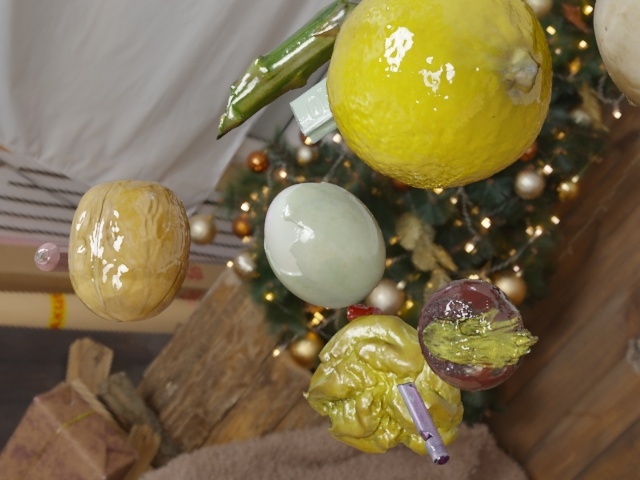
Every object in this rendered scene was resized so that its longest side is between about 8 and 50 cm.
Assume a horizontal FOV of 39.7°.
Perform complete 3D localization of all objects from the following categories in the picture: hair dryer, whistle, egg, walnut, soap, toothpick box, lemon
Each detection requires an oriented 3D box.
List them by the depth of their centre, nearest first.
[{"bbox_3d":[0.142,-0.195,1.072,0.293,0.293,0.293,31,24,-16],"label":"lemon"},{"bbox_3d":[-0.256,0.014,1.190,0.165,0.165,0.197,11,69,-48],"label":"walnut"},{"bbox_3d":[0.180,0.317,1.554,0.033,0.033,0.176,21,29,-35],"label":"whistle"},{"bbox_3d":[-0.454,0.025,1.803,0.125,0.210,0.352,44,9,13],"label":"hair dryer"},{"bbox_3d":[0.000,0.000,2.123,0.336,0.278,0.278,53,12,-34],"label":"egg"},{"bbox_3d":[0.032,-0.336,2.136,0.063,0.198,0.115,37,24,-56],"label":"soap"},{"bbox_3d":[0.113,0.186,2.232,0.083,0.047,0.047,5,0,38],"label":"toothpick box"}]

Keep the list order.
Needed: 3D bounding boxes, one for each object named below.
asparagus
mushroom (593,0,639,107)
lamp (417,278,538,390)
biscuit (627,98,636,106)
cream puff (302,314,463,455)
[{"bbox_3d":[-0.048,-0.288,1.436,0.085,0.343,0.082,54,8,-5],"label":"asparagus"},{"bbox_3d":[0.525,-0.308,1.182,0.292,0.292,0.290,36,60,-5],"label":"mushroom"},{"bbox_3d":[0.198,0.130,1.211,0.134,0.157,0.156,-12,53,-42],"label":"lamp"},{"bbox_3d":[0.756,-0.481,2.046,0.062,0.237,0.291,9,60,-1],"label":"biscuit"},{"bbox_3d":[0.125,0.328,1.869,0.324,0.257,0.291,55,-14,4],"label":"cream puff"}]
